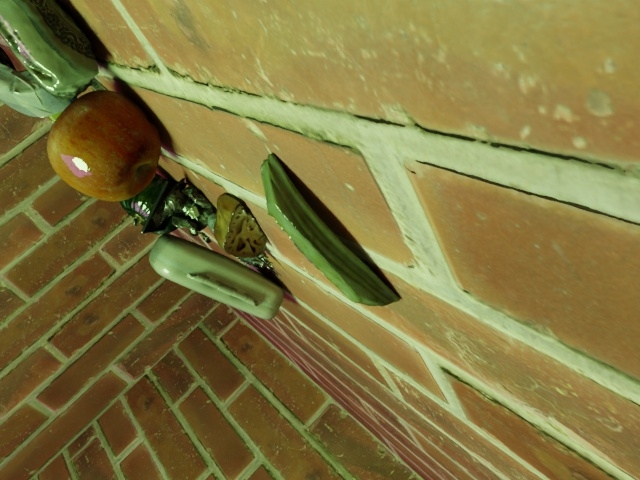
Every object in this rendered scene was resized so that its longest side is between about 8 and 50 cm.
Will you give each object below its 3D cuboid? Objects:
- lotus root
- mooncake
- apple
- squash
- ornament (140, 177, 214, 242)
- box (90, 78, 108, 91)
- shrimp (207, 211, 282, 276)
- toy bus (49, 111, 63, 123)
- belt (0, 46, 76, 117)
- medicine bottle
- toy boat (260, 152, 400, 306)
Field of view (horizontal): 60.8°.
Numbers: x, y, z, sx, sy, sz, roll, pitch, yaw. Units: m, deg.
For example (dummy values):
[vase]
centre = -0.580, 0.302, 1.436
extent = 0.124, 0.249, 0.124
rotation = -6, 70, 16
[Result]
[lotus root]
centre = -0.198, -0.026, 1.231
extent = 0.135, 0.095, 0.159
rotation = 33, 155, 52
[mooncake]
centre = -0.560, -0.412, 1.110
extent = 0.250, 0.136, 0.254
rotation = 56, 167, -28
[apple]
centre = -0.479, -0.209, 1.244
extent = 0.253, 0.253, 0.253
rotation = 42, 165, 14
[squash]
centre = -0.513, -0.117, 1.683
extent = 0.218, 0.172, 0.218
rotation = 40, -176, -3
[ornament]
centre = -0.331, -0.056, 1.455
extent = 0.196, 0.166, 0.153
rotation = 27, -174, 1
[box]
centre = -0.565, -0.380, 1.424
extent = 0.083, 0.024, 0.053
rotation = 41, 165, 15
[shrimp]
centre = -0.186, 0.016, 1.346
extent = 0.233, 0.079, 0.090
rotation = 42, 128, -5
[toy bus]
centre = -0.932, -0.459, 2.018
extent = 0.262, 0.128, 0.150
rotation = 52, 164, -21
[belt]
centre = -0.743, -0.463, 1.329
extent = 0.347, 0.212, 0.117
rotation = 48, 164, 11
[medicine bottle]
centre = -0.295, 0.100, 1.559
extent = 0.375, 0.122, 0.282
rotation = 26, 175, -23
[toy boat]
centre = 0.000, 0.000, 0.821
extent = 0.293, 0.055, 0.093
rotation = 48, 163, -10
